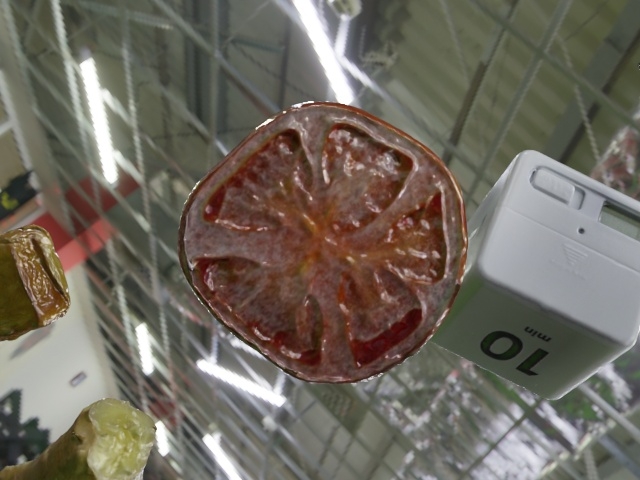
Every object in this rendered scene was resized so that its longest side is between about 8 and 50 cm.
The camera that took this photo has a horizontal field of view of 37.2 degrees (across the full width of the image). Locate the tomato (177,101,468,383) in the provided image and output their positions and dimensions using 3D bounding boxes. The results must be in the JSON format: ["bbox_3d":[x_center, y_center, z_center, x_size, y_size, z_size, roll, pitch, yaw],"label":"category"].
[{"bbox_3d":[0.000,0.000,0.794,0.236,0.237,0.095,54,-2,-11],"label":"tomato"}]

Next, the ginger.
[{"bbox_3d":[-0.228,0.293,0.922,0.236,0.166,0.375,12,-65,35],"label":"ginger"}]

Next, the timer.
[{"bbox_3d":[0.260,0.045,1.118,0.192,0.194,0.195,26,-31,1],"label":"timer"}]

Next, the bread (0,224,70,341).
[{"bbox_3d":[-0.232,0.038,0.658,0.132,0.053,0.074,-21,-85,29],"label":"bread"}]

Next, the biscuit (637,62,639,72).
[{"bbox_3d":[0.675,-0.156,1.714,0.388,0.073,0.107,62,19,-15],"label":"biscuit"}]
